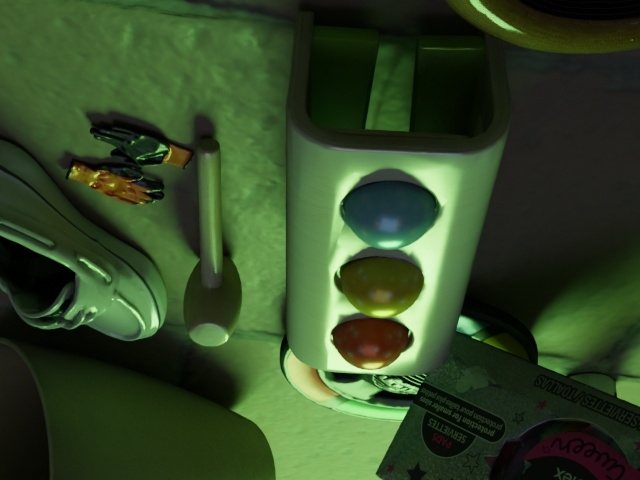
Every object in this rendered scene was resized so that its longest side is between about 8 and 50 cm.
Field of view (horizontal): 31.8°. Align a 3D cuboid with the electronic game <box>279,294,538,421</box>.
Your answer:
[{"bbox_3d":[0.078,0.108,1.001,0.229,0.048,0.229,2,147,1],"label":"electronic game"}]

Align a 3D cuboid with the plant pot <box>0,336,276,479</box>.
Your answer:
[{"bbox_3d":[-0.187,0.226,1.058,0.274,0.257,0.256,8,151,-39],"label":"plant pot"}]

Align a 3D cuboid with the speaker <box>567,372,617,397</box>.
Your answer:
[{"bbox_3d":[0.253,0.195,1.042,0.055,0.136,0.055,2,146,1],"label":"speaker"}]

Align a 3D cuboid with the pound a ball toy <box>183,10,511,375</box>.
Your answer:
[{"bbox_3d":[0.000,0.000,0.762,0.208,0.136,0.319,3,146,-1],"label":"pound a ball toy"}]

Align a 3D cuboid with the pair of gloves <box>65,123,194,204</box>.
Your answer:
[{"bbox_3d":[-0.137,-0.053,0.803,0.074,0.010,0.083,18,143,-22],"label":"pair of gloves"}]

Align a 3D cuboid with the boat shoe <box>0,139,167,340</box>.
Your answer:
[{"bbox_3d":[-0.207,0.026,0.861,0.095,0.084,0.258,-15,143,24],"label":"boat shoe"}]

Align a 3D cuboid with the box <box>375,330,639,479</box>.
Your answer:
[{"bbox_3d":[0.194,0.191,0.863,0.247,0.142,0.163,20,170,47],"label":"box"}]

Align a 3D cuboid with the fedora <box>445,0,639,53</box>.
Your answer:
[{"bbox_3d":[0.143,-0.171,0.540,0.194,0.079,0.194,-4,147,-2],"label":"fedora"}]
